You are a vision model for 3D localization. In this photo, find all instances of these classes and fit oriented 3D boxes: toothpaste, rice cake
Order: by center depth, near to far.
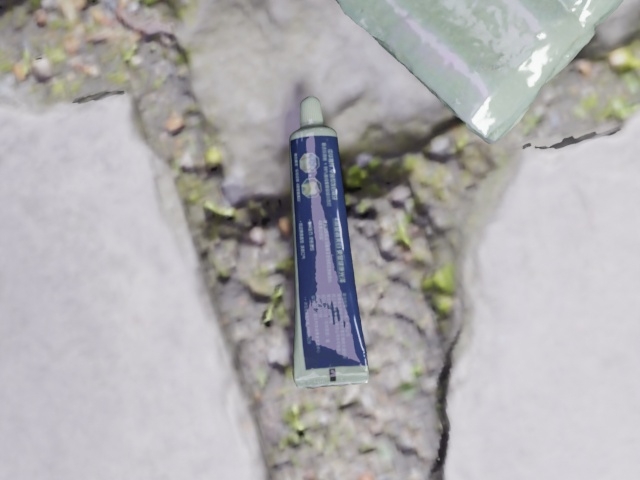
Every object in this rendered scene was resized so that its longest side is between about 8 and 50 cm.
[{"bbox_3d":[0.000,0.000,0.882,0.037,0.021,0.140,-7,81,14],"label":"toothpaste"},{"bbox_3d":[0.037,-0.163,0.886,0.127,0.043,0.237,-46,72,5],"label":"rice cake"}]
